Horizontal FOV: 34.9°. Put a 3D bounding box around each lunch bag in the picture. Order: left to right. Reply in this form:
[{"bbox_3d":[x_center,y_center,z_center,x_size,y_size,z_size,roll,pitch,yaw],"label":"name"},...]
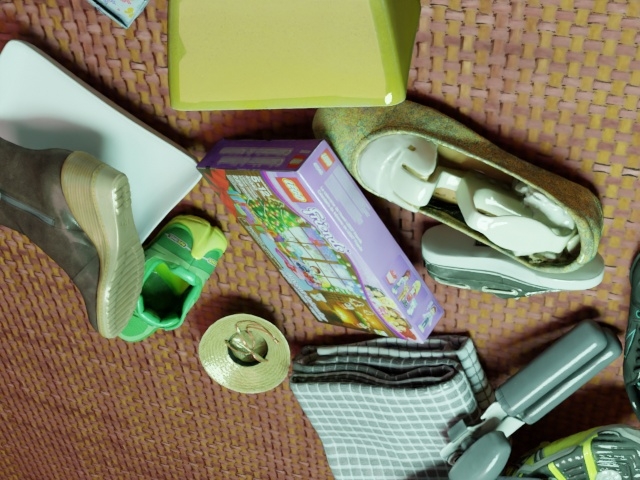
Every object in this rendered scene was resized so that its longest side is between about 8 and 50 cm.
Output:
[{"bbox_3d":[-0.223,-0.270,1.107,0.071,0.053,0.083,38,146,-16],"label":"lunch bag"}]

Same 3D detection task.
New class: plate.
[{"bbox_3d":[-0.316,-0.110,1.321,0.278,0.045,0.277,34,138,-13],"label":"plate"}]

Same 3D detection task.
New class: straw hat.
[{"bbox_3d":[-0.103,0.150,1.493,0.145,0.061,0.144,4,122,7],"label":"straw hat"}]

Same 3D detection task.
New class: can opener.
[{"bbox_3d":[0.271,0.221,1.303,0.076,0.095,0.283,27,119,-39],"label":"can opener"}]

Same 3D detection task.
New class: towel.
[{"bbox_3d":[0.109,0.251,1.463,0.284,0.121,0.235,-6,131,29],"label":"towel"}]

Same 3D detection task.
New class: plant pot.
[{"bbox_3d":[-0.027,-0.251,0.918,0.212,0.212,0.187,0,127,11],"label":"plant pot"}]

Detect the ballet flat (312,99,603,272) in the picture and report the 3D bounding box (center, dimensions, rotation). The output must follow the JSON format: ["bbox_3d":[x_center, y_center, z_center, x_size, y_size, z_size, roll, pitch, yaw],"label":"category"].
[{"bbox_3d":[0.148,-0.060,1.118,0.349,0.123,0.123,23,139,-1],"label":"ballet flat"}]

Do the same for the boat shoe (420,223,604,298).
[{"bbox_3d":[0.229,0.030,1.217,0.219,0.077,0.070,10,137,25],"label":"boat shoe"}]

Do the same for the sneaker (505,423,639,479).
[{"bbox_3d":[0.328,0.335,1.437,0.145,0.147,0.384,30,140,-5],"label":"sneaker"}]

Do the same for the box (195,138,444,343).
[{"bbox_3d":[0.000,0.000,1.242,0.201,0.057,0.293,6,141,49],"label":"box"}]

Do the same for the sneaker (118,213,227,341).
[{"bbox_3d":[-0.236,0.070,1.418,0.109,0.123,0.295,32,139,-12],"label":"sneaker"}]

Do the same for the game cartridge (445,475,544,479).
[{"bbox_3d":[0.230,0.405,1.408,0.294,0.060,0.196,-21,126,41],"label":"game cartridge"}]

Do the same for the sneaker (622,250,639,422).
[{"bbox_3d":[0.410,0.117,1.203,0.101,0.106,0.267,6,135,20],"label":"sneaker"}]

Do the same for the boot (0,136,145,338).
[{"bbox_3d":[-0.336,-0.006,1.318,0.207,0.090,0.248,14,117,21],"label":"boot"}]
